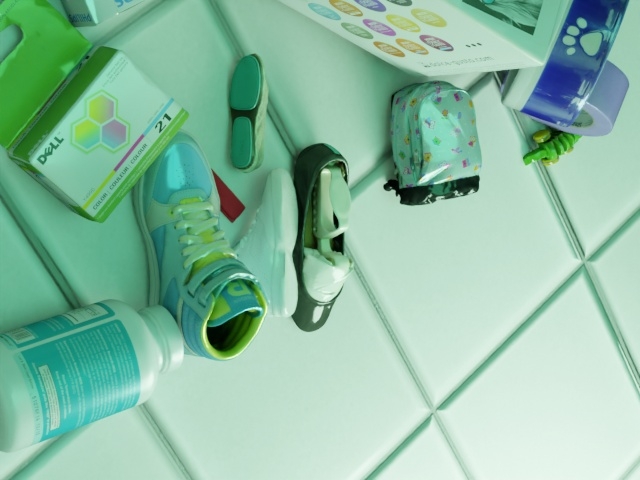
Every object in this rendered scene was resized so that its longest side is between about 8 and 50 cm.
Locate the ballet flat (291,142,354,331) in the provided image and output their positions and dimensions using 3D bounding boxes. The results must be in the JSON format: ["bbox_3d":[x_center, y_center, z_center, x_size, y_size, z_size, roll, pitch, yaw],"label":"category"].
[{"bbox_3d":[0.000,0.000,2.023,0.095,0.096,0.281,-5,99,-34],"label":"ballet flat"}]

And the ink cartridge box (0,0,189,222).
[{"bbox_3d":[-0.325,-0.174,1.758,0.255,0.097,0.189,44,78,-31],"label":"ink cartridge box"}]

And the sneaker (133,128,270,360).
[{"bbox_3d":[-0.147,0.011,1.849,0.127,0.208,0.319,-13,103,-30],"label":"sneaker"}]

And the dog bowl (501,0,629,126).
[{"bbox_3d":[0.354,-0.300,1.994,0.104,0.265,0.265,22,81,1],"label":"dog bowl"}]

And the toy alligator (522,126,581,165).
[{"bbox_3d":[0.413,-0.176,2.324,0.189,0.051,0.056,-35,115,-27],"label":"toy alligator"}]

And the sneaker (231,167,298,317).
[{"bbox_3d":[-0.084,0.002,1.977,0.080,0.094,0.212,14,77,-71],"label":"sneaker"}]

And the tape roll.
[{"bbox_3d":[0.387,-0.242,2.214,0.189,0.189,0.080,31,78,-34],"label":"tape roll"}]

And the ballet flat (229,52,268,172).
[{"bbox_3d":[-0.099,-0.179,1.967,0.052,0.057,0.168,-6,104,-63],"label":"ballet flat"}]

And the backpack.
[{"bbox_3d":[0.176,-0.152,2.120,0.152,0.115,0.182,-14,101,-31],"label":"backpack"}]

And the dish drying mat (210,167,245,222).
[{"bbox_3d":[-0.139,-0.063,1.970,0.032,0.008,0.083,-52,121,-20],"label":"dish drying mat"}]

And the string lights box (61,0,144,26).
[{"bbox_3d":[-0.299,-0.416,1.770,0.133,0.076,0.260,-33,113,-28],"label":"string lights box"}]

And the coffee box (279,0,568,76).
[{"bbox_3d":[0.144,-0.450,1.899,0.334,0.337,0.338,26,81,-26],"label":"coffee box"}]

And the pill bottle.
[{"bbox_3d":[-0.310,0.163,1.790,0.264,0.146,0.146,-18,106,-32],"label":"pill bottle"}]
